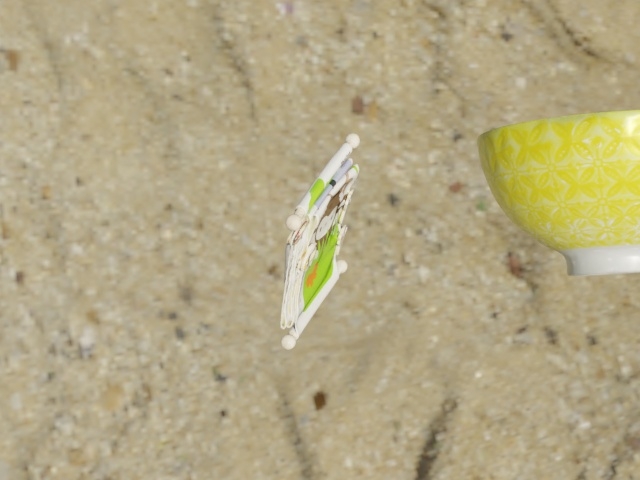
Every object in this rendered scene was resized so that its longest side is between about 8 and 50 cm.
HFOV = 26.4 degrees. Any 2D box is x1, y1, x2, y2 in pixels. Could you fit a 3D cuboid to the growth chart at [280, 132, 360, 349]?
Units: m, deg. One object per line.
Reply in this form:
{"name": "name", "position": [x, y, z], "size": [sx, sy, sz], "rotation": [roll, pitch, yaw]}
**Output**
{"name": "growth chart", "position": [0.000, 0.000, 1.396], "size": [0.021, 0.172, 0.237], "rotation": [22, 142, 14]}

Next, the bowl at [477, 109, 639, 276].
{"name": "bowl", "position": [0.313, -0.043, 1.430], "size": [0.289, 0.289, 0.156], "rotation": [-6, 86, 45]}
